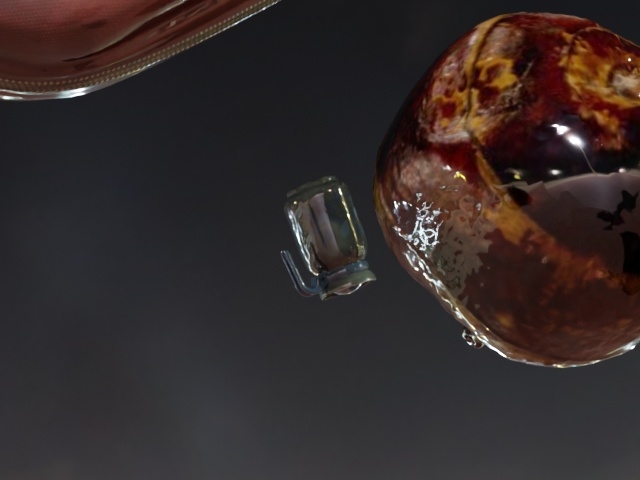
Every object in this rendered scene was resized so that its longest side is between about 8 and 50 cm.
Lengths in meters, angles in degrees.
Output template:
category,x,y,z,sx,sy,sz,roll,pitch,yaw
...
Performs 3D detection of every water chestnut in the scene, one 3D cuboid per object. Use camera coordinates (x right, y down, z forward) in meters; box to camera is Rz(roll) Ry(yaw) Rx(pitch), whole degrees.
category,x,y,z,sx,sy,sz,roll,pitch,yaw
water chestnut,0.141,-0.024,0.949,0.223,0.224,0.238,-5,-38,-21

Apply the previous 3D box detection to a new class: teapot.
category,x,y,z,sx,sy,sz,roll,pitch,yaw
teapot,0.004,-0.002,1.070,0.049,0.083,0.063,-23,-6,23

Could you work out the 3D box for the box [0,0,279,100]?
category,x,y,z,sx,sy,sz,roll,pitch,yaw
box,-0.097,-0.239,0.844,0.404,0.263,0.108,-33,-6,-29
